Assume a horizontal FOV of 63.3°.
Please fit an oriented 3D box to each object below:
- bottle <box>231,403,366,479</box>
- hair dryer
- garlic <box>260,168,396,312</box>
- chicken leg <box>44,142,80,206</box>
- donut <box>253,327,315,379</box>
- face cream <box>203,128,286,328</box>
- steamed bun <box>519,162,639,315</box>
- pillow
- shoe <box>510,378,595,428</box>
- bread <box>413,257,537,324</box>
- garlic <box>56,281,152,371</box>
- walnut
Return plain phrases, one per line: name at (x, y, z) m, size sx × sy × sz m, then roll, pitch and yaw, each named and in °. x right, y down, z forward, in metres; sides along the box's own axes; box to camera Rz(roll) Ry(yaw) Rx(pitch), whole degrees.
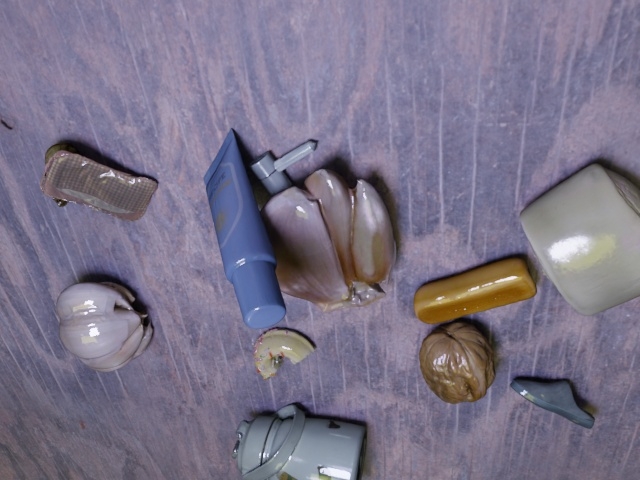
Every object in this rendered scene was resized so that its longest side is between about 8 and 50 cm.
bottle at (-0.064, 0.551, 1.353) m, size 0.351 × 0.229 × 0.229 m, roll 9°, pitch 125°, yaw 13°
hair dryer at (-0.058, -0.145, 0.980) m, size 0.137 × 0.047 × 0.082 m, roll -29°, pitch 113°, yaw 21°
garlic at (0.001, 0.001, 0.999) m, size 0.279 × 0.132 × 0.325 m, roll -16°, pitch 119°, yaw 8°
chicken leg at (-0.538, -0.132, 1.098) m, size 0.093 × 0.070 × 0.178 m, roll 27°, pitch 133°, yaw -12°
donut at (-0.105, 0.269, 1.253) m, size 0.166 × 0.065 × 0.108 m, roll -30°, pitch 111°, yaw 29°
face cream at (-0.144, -0.025, 0.911) m, size 0.086 × 0.385 × 0.135 m, roll 9°, pitch 134°, yaw -36°
steamed bun at (0.472, 0.011, 0.879) m, size 0.200 × 0.155 × 0.250 m, roll -32°, pitch 113°, yaw 30°
pillow at (-0.456, -0.107, 1.069) m, size 0.211 × 0.034 × 0.135 m, roll 18°, pitch 133°, yaw -29°
shoe at (0.523, 0.343, 1.152) m, size 0.195 × 0.079 × 0.078 m, roll 28°, pitch 90°, yaw 4°
bread at (0.299, 0.099, 1.031) m, size 0.239 × 0.074 × 0.092 m, roll -21°, pitch 132°, yaw 27°
garlic at (-0.514, 0.216, 1.252) m, size 0.203 × 0.185 × 0.281 m, roll -10°, pitch 121°, yaw 1°
walnut at (0.292, 0.265, 1.101) m, size 0.155 × 0.155 × 0.184 m, roll -11°, pitch 122°, yaw 21°
